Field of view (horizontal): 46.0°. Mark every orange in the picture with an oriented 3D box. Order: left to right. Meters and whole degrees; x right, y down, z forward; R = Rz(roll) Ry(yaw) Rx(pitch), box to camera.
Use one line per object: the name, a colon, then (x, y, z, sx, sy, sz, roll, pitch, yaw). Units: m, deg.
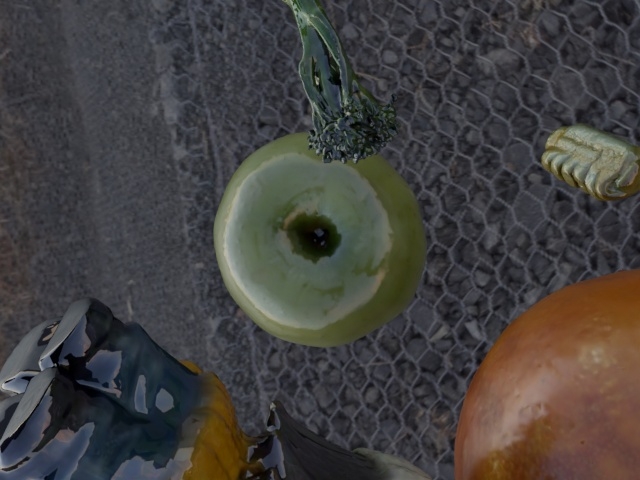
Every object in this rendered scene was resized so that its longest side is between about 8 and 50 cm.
orange: (0.237, 0.154, 0.532, 0.284, 0.284, 0.226, -58, 24, 22)

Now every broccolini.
broccolini: (-0.011, -0.147, 0.460, 0.067, 0.058, 0.216, -4, 119, 35)

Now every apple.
apple: (0.000, 0.000, 1.589, 0.474, 0.474, 0.473, 4, 98, 29)

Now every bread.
bread: (0.203, -0.057, 0.560, 0.049, 0.034, 0.088, -47, 37, -2)

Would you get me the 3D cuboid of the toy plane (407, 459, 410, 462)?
toy plane: (0.078, 0.417, 1.161, 0.188, 0.135, 0.062, -39, 54, 1)

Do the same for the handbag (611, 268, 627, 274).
handbag: (0.488, 0.156, 1.248, 0.171, 0.298, 0.151, -32, 52, 44)

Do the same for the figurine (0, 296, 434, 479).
figurine: (-0.035, 0.171, 0.453, 0.205, 0.185, 0.332, -18, 123, 20)
